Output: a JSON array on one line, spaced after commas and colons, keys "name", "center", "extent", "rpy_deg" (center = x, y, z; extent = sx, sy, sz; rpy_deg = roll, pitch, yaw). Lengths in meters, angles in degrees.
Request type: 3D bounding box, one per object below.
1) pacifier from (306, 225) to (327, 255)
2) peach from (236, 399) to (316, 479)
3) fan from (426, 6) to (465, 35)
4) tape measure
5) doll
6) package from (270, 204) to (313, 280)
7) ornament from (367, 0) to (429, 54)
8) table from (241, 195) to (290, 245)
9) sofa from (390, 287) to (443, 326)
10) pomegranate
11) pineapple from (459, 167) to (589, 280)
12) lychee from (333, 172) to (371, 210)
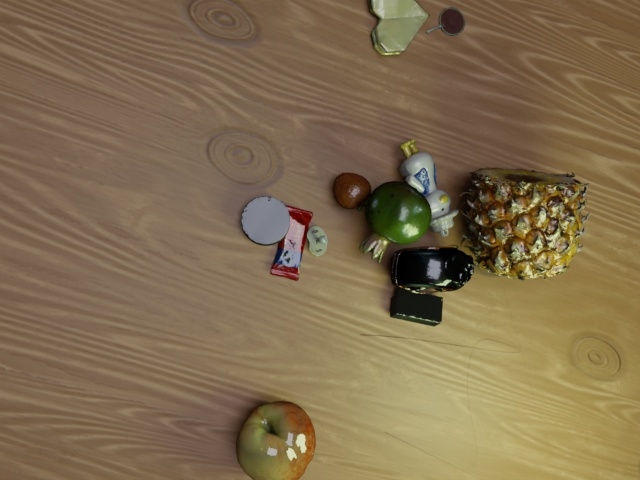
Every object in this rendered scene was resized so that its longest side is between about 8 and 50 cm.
[{"name": "pacifier", "center": [0.000, 0.000, 1.809], "extent": [0.068, 0.064, 0.083], "rpy_deg": [-11, 92, -31]}, {"name": "peach", "center": [-0.115, 0.542, 1.721], "extent": [0.233, 0.232, 0.232], "rpy_deg": [0, 89, -13]}, {"name": "fan", "center": [0.371, -0.642, 1.938], "extent": [0.133, 0.005, 0.085], "rpy_deg": [-26, 96, -13]}, {"name": "tape measure", "center": [0.304, 0.083, 1.809], "extent": [0.223, 0.202, 0.135], "rpy_deg": [1, 86, -6]}, {"name": "doll", "center": [0.304, -0.147, 1.857], "extent": [0.138, 0.119, 0.293], "rpy_deg": [-25, 94, -47]}, {"name": "package", "center": [-0.079, 0.007, 1.812], "extent": [0.083, 0.022, 0.200], "rpy_deg": [14, 84, -13]}, {"name": "ornament", "center": [0.231, -0.640, 1.882], "extent": [0.180, 0.059, 0.201], "rpy_deg": [-9, 94, -14]}, {"name": "table", "center": [-0.149, -0.053, 1.775], "extent": [0.134, 0.043, 0.133], "rpy_deg": [1, 84, -5]}, {"name": "sofa", "center": [0.276, 0.193, 1.881], "extent": [0.147, 0.060, 0.085], "rpy_deg": [12, 69, -13]}, {"name": "pomegranate", "center": [0.192, -0.048, 1.758], "extent": [0.187, 0.187, 0.225], "rpy_deg": [32, 96, -11]}, {"name": "pineapple", "center": [0.556, -0.047, 1.808], "extent": [0.353, 0.352, 0.300], "rpy_deg": [2, 98, -13]}, {"name": "lychee", "center": [0.100, -0.131, 1.816], "extent": [0.140, 0.114, 0.101], "rpy_deg": [29, 106, 6]}]
